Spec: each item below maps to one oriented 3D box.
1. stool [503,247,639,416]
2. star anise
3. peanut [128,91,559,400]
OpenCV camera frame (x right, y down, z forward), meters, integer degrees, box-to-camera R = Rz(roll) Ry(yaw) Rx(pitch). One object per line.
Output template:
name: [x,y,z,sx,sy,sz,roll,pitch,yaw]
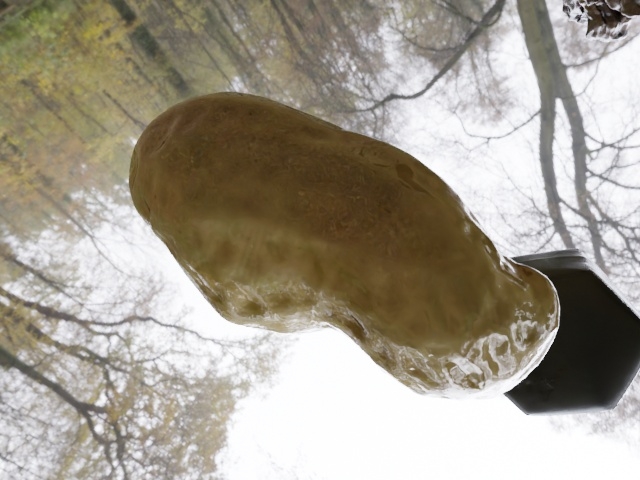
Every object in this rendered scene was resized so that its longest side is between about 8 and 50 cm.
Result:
stool: [0.336,0.129,0.720,0.232,0.232,0.141,-19,-171,23]
star anise: [0.430,-0.412,0.757,0.109,0.236,0.223,-37,-177,-8]
peanut: [0.000,0.000,0.419,0.387,0.169,0.192,26,-95,17]
